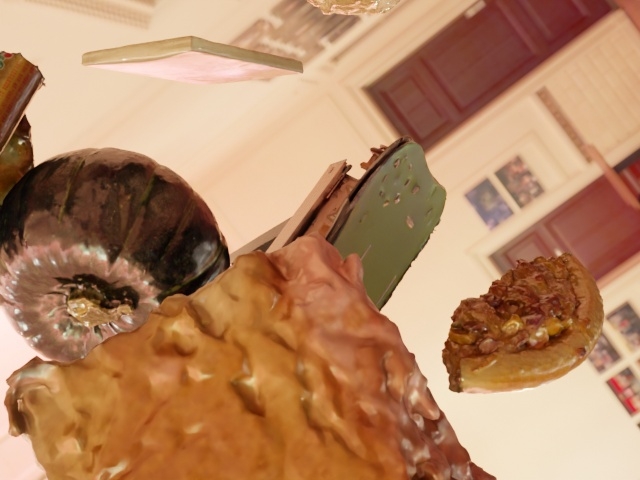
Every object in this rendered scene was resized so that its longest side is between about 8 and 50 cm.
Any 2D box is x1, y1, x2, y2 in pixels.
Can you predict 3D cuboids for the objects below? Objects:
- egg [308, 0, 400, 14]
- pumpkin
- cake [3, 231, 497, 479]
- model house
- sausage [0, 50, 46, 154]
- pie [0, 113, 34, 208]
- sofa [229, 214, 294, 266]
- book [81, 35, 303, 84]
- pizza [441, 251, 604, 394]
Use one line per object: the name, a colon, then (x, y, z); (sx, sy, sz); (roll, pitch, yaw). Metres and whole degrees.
egg: (0.047, -0.359, 1.053); (0.194, 0.233, 0.195); (8, -165, -2)
pumpkin: (-0.284, 0.028, 1.315); (0.323, 0.323, 0.241); (49, -149, -20)
cake: (-0.032, 0.188, 0.787); (0.314, 0.293, 0.307); (59, 175, 13)
model house: (0.001, -0.001, 1.187); (0.154, 0.294, 0.207); (30, 170, 32)
sausage: (-0.460, -0.080, 1.228); (0.082, 0.082, 0.372); (45, -130, -37)
pie: (-0.559, -0.125, 1.331); (0.288, 0.355, 0.103); (44, 165, -20)
sofa: (-0.061, 0.017, 1.436); (0.060, 0.147, 0.085); (60, 173, -13)
book: (-0.147, -0.212, 1.173); (0.232, 0.162, 0.022); (-6, -87, -60)
pizza: (0.187, 0.069, 0.867); (0.246, 0.058, 0.127); (-20, -146, -41)
